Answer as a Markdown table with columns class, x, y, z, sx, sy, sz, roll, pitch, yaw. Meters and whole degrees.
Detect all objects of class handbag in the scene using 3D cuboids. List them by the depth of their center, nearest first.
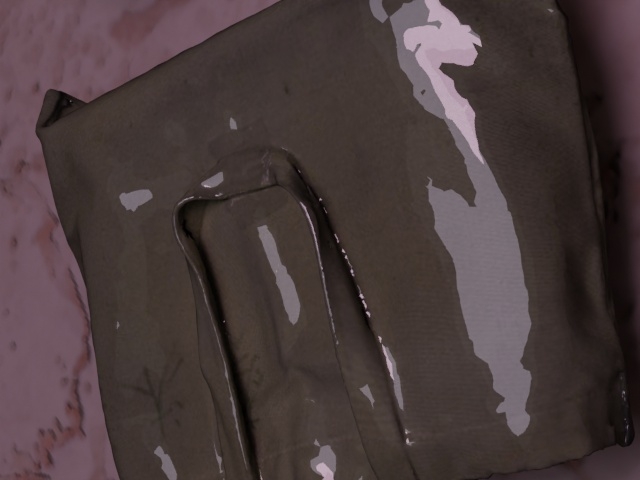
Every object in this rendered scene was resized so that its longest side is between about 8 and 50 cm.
| class | x | y | z | sx | sy | sz | roll | pitch | yaw |
| --- | --- | --- | --- | --- | --- | --- | --- | --- | --- |
| handbag | -0.002 | 0.005 | 0.727 | 0.316 | 0.109 | 0.253 | -17 | 83 | 37 |
